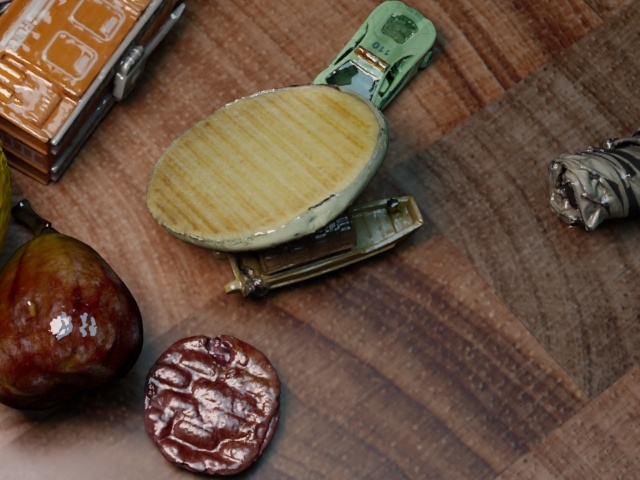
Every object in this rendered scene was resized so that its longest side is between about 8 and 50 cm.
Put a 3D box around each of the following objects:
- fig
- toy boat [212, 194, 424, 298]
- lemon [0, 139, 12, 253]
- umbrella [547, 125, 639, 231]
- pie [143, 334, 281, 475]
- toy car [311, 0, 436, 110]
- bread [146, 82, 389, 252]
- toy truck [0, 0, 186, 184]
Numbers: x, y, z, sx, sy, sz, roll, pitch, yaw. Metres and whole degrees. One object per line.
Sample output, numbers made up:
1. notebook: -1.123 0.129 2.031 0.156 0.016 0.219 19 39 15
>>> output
1. fig: -0.275 0.054 1.682 0.170 0.145 0.274 -29 44 8
2. toy boat: 0.000 0.000 1.747 0.226 0.088 0.068 -17 67 -11
3. lemon: -0.436 -0.030 1.627 0.257 0.310 0.258 17 28 -9
4. umbrella: 0.419 -0.087 1.814 0.357 0.113 0.106 -9 93 -14
5. pie: -0.111 0.167 1.690 0.153 0.038 0.154 1 68 -3
6. toy car: 0.059 -0.192 1.858 0.093 0.058 0.186 36 67 10
7. bread: -0.054 -0.075 1.742 0.267 0.040 0.267 -13 38 10
8. toy truck: -0.264 -0.262 1.806 0.207 0.173 0.388 31 69 3
